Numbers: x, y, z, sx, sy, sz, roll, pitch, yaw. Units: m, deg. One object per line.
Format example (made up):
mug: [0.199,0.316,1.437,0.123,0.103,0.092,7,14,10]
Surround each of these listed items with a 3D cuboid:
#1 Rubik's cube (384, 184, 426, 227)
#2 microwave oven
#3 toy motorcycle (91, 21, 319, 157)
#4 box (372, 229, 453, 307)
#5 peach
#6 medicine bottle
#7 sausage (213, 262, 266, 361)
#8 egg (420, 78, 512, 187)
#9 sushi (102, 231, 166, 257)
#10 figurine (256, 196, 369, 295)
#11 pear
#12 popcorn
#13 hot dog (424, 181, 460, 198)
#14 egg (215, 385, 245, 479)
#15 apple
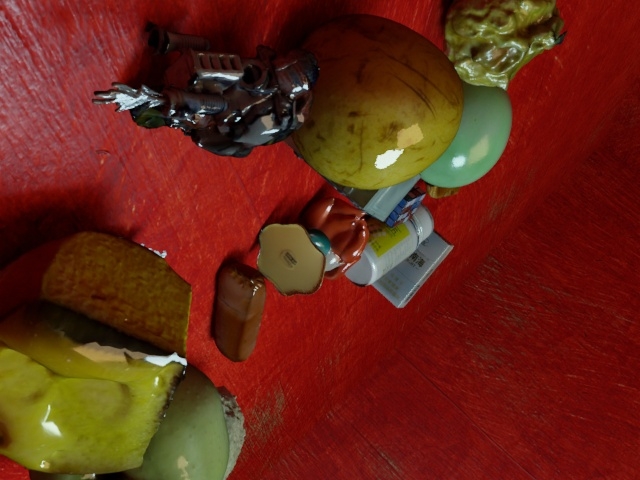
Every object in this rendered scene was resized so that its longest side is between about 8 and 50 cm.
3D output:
Rubik's cube: [0.188,-0.102,2.054,0.092,0.092,0.092,-26,151,-48]
microwave oven: [0.057,-0.147,1.505,0.122,0.208,0.162,-50,161,6]
toy motorcycle: [-0.140,-0.194,1.078,0.207,0.134,0.401,-27,161,37]
box: [0.255,0.059,2.426,0.243,0.155,0.067,-53,162,12]
peach: [-0.341,0.144,1.168,0.306,0.242,0.380,5,137,-19]
medicine bottle: [0.168,-0.002,2.134,0.258,0.143,0.143,-33,156,-36]
sausage: [-0.174,0.153,1.775,0.094,0.097,0.348,-46,163,-35]
egg: [0.305,-0.245,1.826,0.269,0.220,0.220,-54,160,18]
sushi: [-0.352,0.067,1.303,0.201,0.031,0.139,-50,142,8]
figurine: [0.004,0.008,1.767,0.257,0.181,0.208,-27,124,-61]
pear: [0.080,-0.215,1.300,0.281,0.281,0.280,-41,160,-18]
popcorn: [0.355,-0.413,1.607,0.249,0.225,0.249,-51,169,-14]
hot dog: [0.348,-0.172,2.297,0.109,0.072,0.269,-57,161,20]
egg: [-0.305,0.448,1.828,0.310,0.279,0.279,-45,165,-49]
apple: [-0.334,0.371,1.491,0.357,0.357,0.357,-41,160,-18]
